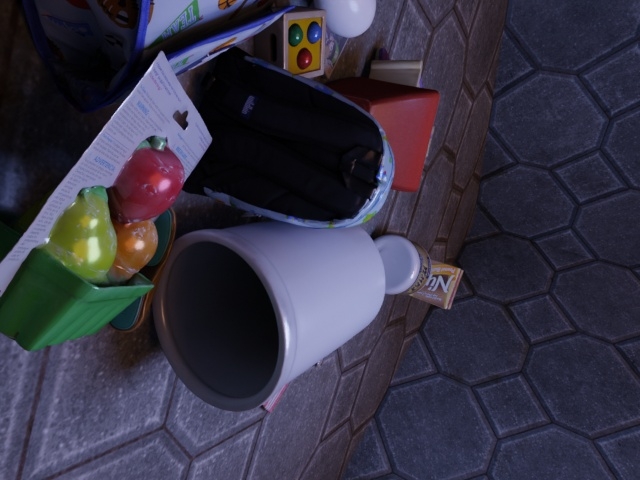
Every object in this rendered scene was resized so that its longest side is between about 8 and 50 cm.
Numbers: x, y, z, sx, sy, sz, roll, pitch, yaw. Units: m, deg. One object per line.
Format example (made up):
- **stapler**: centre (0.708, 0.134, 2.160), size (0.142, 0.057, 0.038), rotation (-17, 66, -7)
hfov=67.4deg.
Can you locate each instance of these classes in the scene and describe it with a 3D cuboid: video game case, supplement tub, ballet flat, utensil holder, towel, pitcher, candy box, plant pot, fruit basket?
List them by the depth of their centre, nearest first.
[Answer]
- **fruit basket**: centre (-0.279, -0.044, 0.629), size (0.353, 0.165, 0.327), rotation (-61, -179, -5)
- **ballet flat**: centre (-0.310, 0.044, 0.838), size (0.073, 0.080, 0.233), rotation (-150, -98, -88)
- **pitcher**: centre (0.059, -0.527, 0.969), size (0.207, 0.177, 0.126), rotation (39, 34, -58)
- **utensil holder**: centre (-0.083, 0.114, 0.985), size (0.385, 0.327, 0.328), rotation (-15, 121, -54)
- **video game case**: centre (0.024, -0.517, 1.143), size (0.191, 0.022, 0.173), rotation (-66, 154, -10)
- **plant pot**: centre (0.107, -0.275, 1.234), size (0.235, 0.267, 0.268), rotation (-14, 121, -48)
- **towel**: centre (-0.149, 0.425, 1.456), size (0.144, 0.029, 0.197), rotation (-56, 148, -28)
- **supplement tub**: centre (0.315, 0.103, 1.918), size (0.316, 0.228, 0.229), rotation (14, 95, -64)
- **candy box**: centre (0.441, 0.161, 2.105), size (0.087, 0.316, 0.183), rotation (16, 94, -64)

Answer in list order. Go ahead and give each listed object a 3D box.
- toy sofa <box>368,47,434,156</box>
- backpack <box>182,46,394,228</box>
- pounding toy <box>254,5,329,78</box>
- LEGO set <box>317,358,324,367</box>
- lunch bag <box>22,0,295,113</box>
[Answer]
- **toy sofa**: centre (0.262, -0.424, 1.495), size (0.362, 0.150, 0.177), rotation (47, 55, -63)
- **backpack**: centre (-0.037, -0.160, 0.886), size (0.273, 0.355, 0.291), rotation (21, 88, -65)
- **pounding toy**: centre (-0.032, -0.389, 1.008), size (0.206, 0.094, 0.181), rotation (-31, 135, -42)
- **LEGO set**: centre (-0.001, 0.341, 1.690), size (0.244, 0.060, 0.183), rotation (70, 42, -66)
- **lunch bag**: centre (-0.175, -0.359, 0.592), size (0.328, 0.238, 0.385), rotation (-49, 177, -41)
